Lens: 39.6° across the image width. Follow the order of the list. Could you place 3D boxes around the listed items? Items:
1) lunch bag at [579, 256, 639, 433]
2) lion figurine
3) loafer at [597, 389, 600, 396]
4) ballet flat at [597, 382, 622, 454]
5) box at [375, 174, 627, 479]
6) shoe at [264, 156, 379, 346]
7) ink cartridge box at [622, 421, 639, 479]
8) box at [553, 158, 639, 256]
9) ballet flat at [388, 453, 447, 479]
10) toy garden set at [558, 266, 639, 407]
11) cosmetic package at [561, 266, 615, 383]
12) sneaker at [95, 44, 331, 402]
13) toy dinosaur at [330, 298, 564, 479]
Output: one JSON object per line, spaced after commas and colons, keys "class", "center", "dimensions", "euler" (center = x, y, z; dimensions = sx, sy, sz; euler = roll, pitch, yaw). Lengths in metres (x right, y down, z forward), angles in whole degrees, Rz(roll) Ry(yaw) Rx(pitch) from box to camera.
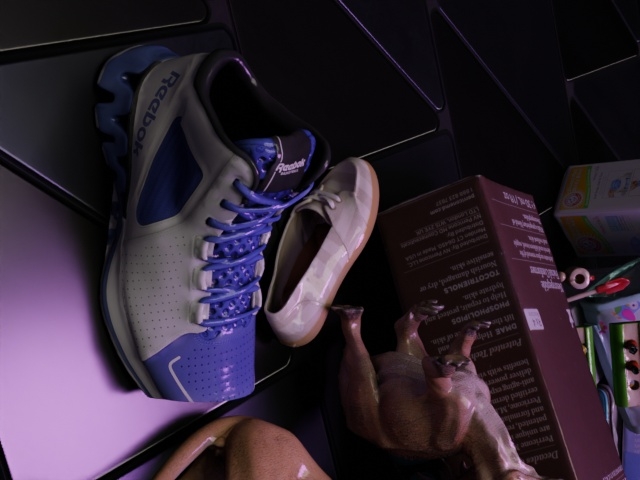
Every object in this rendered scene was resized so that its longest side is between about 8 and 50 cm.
{"class": "lunch bag", "center": [0.506, 0.126, 1.230], "dimensions": [0.160, 0.262, 0.223], "euler": [-112, 179, -74]}
{"class": "lion figurine", "center": [-0.016, 0.269, 0.827], "dimensions": [0.392, 0.142, 0.240], "euler": [52, 44, -27]}
{"class": "loafer", "center": [0.397, 0.233, 1.349], "dimensions": [0.062, 0.061, 0.170], "euler": [51, 52, -32]}
{"class": "ballet flat", "center": [0.445, 0.333, 1.388], "dimensions": [0.068, 0.072, 0.213], "euler": [21, 71, -40]}
{"class": "box", "center": [0.204, 0.133, 0.980], "dimensions": [0.191, 0.143, 0.381], "euler": [7, 65, -60]}
{"class": "shoe", "center": [0.000, 0.000, 0.904], "dimensions": [0.058, 0.076, 0.219], "euler": [45, 58, -43]}
{"class": "ink cartridge box", "center": [0.580, 0.327, 1.443], "dimensions": [0.270, 0.151, 0.396], "euler": [25, 66, -62]}
{"class": "box", "center": [0.478, -0.049, 1.353], "dimensions": [0.114, 0.203, 0.103], "euler": [51, 51, -37]}
{"class": "ballet flat", "center": [0.118, 0.252, 1.043], "dimensions": [0.070, 0.070, 0.188], "euler": [-30, 112, -45]}
{"class": "toy garden set", "center": [0.295, 0.120, 1.126], "dimensions": [0.049, 0.244, 0.204], "euler": [-105, -170, -88]}
{"class": "cosmetic package", "center": [0.353, 0.137, 1.275], "dimensions": [0.238, 0.107, 0.127], "euler": [-32, 108, -48]}
{"class": "sneaker", "center": [-0.086, -0.018, 0.729], "dimensions": [0.127, 0.182, 0.316], "euler": [-11, 95, -47]}
{"class": "toy dinosaur", "center": [0.091, 0.172, 0.866], "dimensions": [0.127, 0.295, 0.200], "euler": [-7, 108, -40]}
